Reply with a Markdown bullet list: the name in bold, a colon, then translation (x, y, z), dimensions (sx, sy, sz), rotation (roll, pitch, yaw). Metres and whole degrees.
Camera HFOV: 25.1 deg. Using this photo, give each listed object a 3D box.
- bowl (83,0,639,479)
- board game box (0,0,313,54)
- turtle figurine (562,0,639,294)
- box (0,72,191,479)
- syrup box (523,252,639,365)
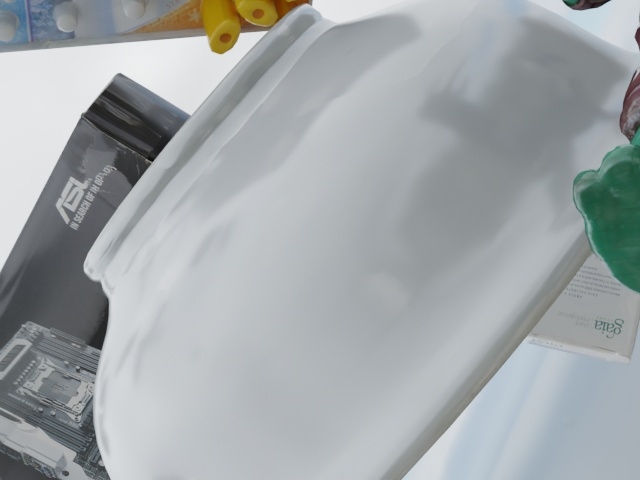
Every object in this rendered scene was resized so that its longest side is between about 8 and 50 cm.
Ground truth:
- **bowl**: translation (0.000, 0.000, 0.582), dimensions (0.298, 0.134, 0.298), rotation (-49, 2, 2)
- **board game box**: translation (-0.182, -0.246, 0.752), dimensions (0.390, 0.389, 0.050), rotation (94, 165, -45)
- **turtle figurine**: translation (0.128, -0.090, 0.420), dimensions (0.118, 0.175, 0.234), rotation (48, -149, -37)
- **box**: translation (-0.105, 0.075, 0.972), dimensions (0.307, 0.242, 0.076), rotation (-55, 6, 32)
- **syrup box**: translation (0.239, -0.020, 1.207), dimensions (0.096, 0.093, 0.237), rotation (33, -111, -77)
